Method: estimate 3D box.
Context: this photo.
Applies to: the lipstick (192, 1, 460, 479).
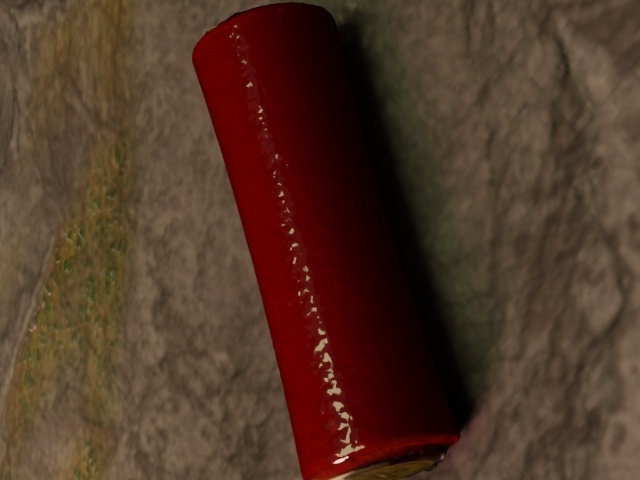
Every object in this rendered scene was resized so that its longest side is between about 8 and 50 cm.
[{"bbox_3d":[0.000,0.000,0.760,0.080,0.080,0.241,-32,66,42],"label":"lipstick"}]
